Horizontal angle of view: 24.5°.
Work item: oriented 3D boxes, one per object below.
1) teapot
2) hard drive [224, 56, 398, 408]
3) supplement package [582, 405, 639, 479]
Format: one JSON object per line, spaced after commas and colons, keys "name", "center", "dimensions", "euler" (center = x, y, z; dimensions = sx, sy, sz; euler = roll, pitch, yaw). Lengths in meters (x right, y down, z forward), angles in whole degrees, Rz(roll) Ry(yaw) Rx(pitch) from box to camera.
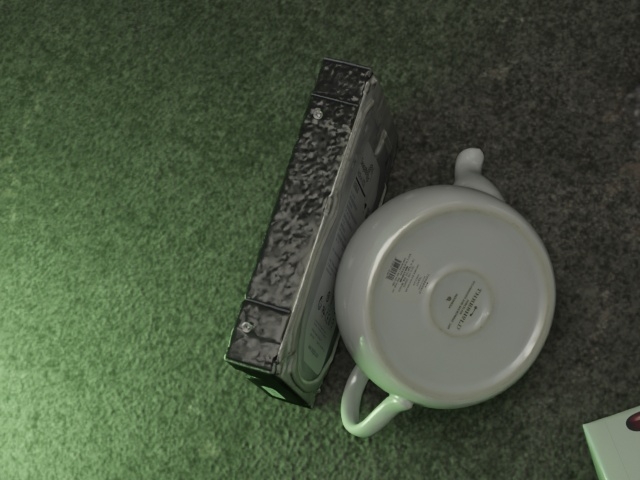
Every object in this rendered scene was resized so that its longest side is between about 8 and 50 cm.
{"name": "teapot", "center": [0.117, 0.059, 1.595], "dimensions": [0.256, 0.187, 0.252], "euler": [-21, 101, -14]}
{"name": "hard drive", "center": [0.000, 0.000, 1.599], "dimensions": [0.064, 0.237, 0.338], "euler": [14, 77, 13]}
{"name": "supplement package", "center": [0.373, 0.307, 1.410], "dimensions": [0.145, 0.204, 0.262], "euler": [-20, 42, 4]}
